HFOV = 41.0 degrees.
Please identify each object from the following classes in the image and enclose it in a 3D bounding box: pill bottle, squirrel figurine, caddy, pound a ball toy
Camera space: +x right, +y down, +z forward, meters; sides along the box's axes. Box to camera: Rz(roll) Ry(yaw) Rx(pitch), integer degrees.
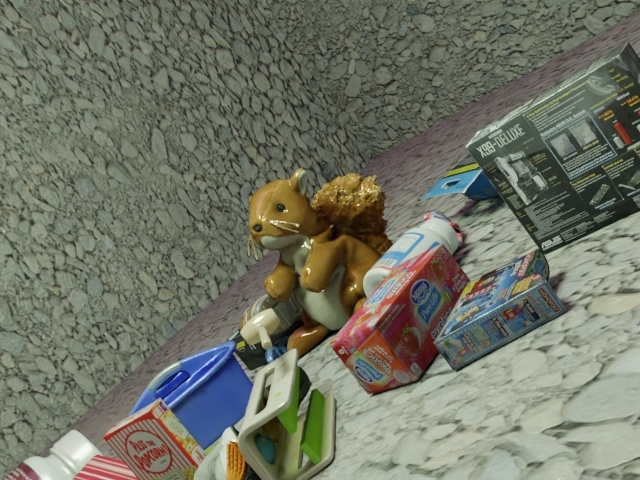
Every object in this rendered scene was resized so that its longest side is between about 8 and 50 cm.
[{"bbox_3d":[-0.612,0.600,1.794,0.392,0.224,0.224,-42,9,-26],"label":"pill bottle"},{"bbox_3d":[0.000,0.000,2.005,0.281,0.370,0.397,-30,11,45],"label":"squirrel figurine"},{"bbox_3d":[-0.306,0.367,1.951,0.341,0.179,0.241,-39,7,-13],"label":"caddy"},{"bbox_3d":[0.195,0.051,1.772,0.221,0.124,0.124,-43,10,-37],"label":"pill bottle"},{"bbox_3d":[-0.087,0.267,1.468,0.136,0.208,0.319,-36,9,7],"label":"pound a ball toy"}]

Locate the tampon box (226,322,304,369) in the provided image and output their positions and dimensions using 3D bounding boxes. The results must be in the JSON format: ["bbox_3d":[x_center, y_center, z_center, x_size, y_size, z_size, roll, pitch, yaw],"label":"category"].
[{"bbox_3d":[-0.138,0.237,2.219,0.120,0.101,0.161,-30,11,46],"label":"tampon box"}]

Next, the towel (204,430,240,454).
[{"bbox_3d":[-0.230,0.445,1.742,0.237,0.021,0.102,-34,8,26],"label":"towel"}]

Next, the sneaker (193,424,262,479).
[{"bbox_3d":[-0.163,0.408,1.468,0.121,0.099,0.262,-46,1,-5],"label":"sneaker"}]

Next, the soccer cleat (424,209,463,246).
[{"bbox_3d":[0.287,-0.018,1.991,0.095,0.083,0.248,-5,11,13],"label":"soccer cleat"}]

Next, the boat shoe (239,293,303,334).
[{"bbox_3d":[-0.078,0.161,2.137,0.116,0.123,0.324,-29,-9,41],"label":"boat shoe"}]

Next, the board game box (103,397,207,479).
[{"bbox_3d":[-0.299,0.409,1.630,0.147,0.193,0.045,-33,9,31],"label":"board game box"}]

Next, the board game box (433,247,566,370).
[{"bbox_3d":[0.293,0.096,1.326,0.194,0.060,0.194,-30,11,37],"label":"board game box"}]

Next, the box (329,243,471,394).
[{"bbox_3d":[0.150,0.135,1.495,0.128,0.122,0.257,-30,11,48],"label":"box"}]

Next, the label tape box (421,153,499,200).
[{"bbox_3d":[0.440,-0.181,2.075,0.348,0.115,0.249,-42,9,-13],"label":"label tape box"}]

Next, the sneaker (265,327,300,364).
[{"bbox_3d":[-0.083,0.255,2.065,0.059,0.053,0.144,-29,13,37],"label":"sneaker"}]

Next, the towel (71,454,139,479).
[{"bbox_3d":[-0.427,0.531,1.649,0.199,0.031,0.275,10,31,17],"label":"towel"}]

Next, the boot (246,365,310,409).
[{"bbox_3d":[-0.111,0.333,1.698,0.137,0.076,0.198,-34,-5,25],"label":"boot"}]

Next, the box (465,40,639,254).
[{"bbox_3d":[0.433,-0.142,1.418,0.307,0.242,0.076,-31,10,40],"label":"box"}]
